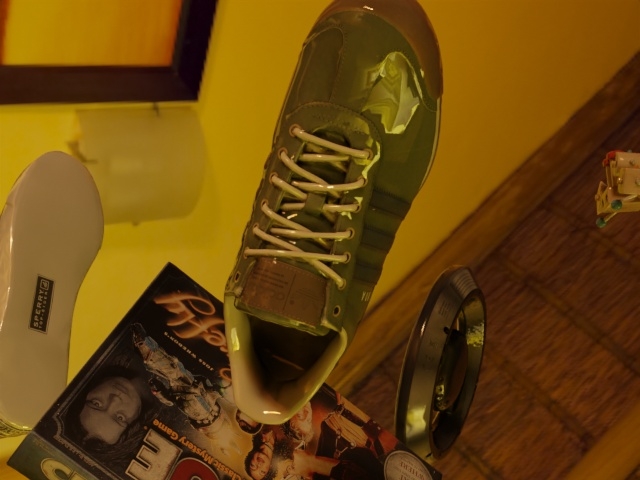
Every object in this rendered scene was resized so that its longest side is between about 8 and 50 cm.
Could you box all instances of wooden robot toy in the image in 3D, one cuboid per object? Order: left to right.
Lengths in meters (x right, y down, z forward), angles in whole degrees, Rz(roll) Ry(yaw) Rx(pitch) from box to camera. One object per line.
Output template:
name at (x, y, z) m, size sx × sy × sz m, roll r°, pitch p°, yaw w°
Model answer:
wooden robot toy at (0.360, -0.061, 0.955) m, size 0.173 × 0.079 × 0.076 m, roll 54°, pitch 41°, yaw -77°

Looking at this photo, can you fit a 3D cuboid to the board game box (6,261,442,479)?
board game box at (-0.043, 0.142, 0.529) m, size 0.243 × 0.165 × 0.042 m, roll 38°, pitch -53°, yaw -7°

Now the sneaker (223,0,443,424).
sneaker at (0.000, 0.000, 0.348) m, size 0.064 × 0.086 × 0.192 m, roll 20°, pitch -49°, yaw 6°

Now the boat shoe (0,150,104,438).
boat shoe at (-0.294, 0.050, 0.841) m, size 0.102 × 0.108 × 0.301 m, roll -20°, pitch -124°, yaw 32°

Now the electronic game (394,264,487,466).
electronic game at (0.131, 0.139, 0.923) m, size 0.048 × 0.229 × 0.229 m, roll 12°, pitch -70°, yaw 25°
